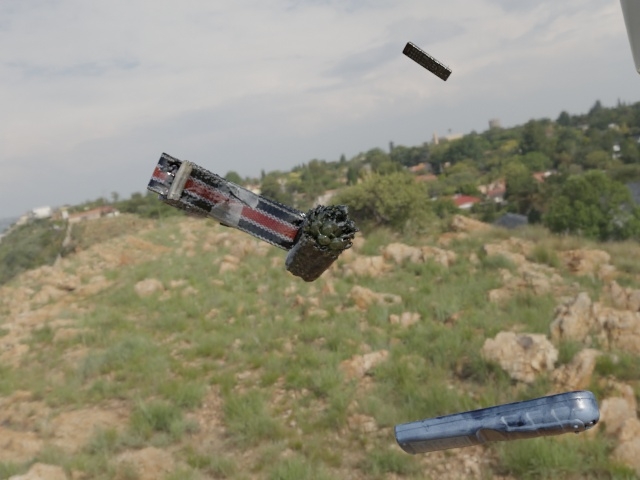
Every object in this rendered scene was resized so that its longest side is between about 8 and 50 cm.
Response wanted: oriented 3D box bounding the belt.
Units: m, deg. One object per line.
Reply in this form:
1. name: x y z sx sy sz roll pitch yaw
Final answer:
1. belt: -0.165 -0.065 1.296 0.359 0.094 0.126 23 -6 -2

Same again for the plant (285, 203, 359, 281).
1. plant: 0.000 0.000 1.099 0.143 0.092 0.094 -53 10 30

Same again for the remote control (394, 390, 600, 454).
1. remote control: 0.135 0.143 0.499 0.152 0.027 0.043 -15 -30 19

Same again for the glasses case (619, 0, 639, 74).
1. glasses case: 0.636 -0.453 1.192 0.076 0.336 0.144 16 -32 -16

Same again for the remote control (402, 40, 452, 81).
1. remote control: 0.182 -0.305 1.093 0.016 0.091 0.034 -54 -1 -26
